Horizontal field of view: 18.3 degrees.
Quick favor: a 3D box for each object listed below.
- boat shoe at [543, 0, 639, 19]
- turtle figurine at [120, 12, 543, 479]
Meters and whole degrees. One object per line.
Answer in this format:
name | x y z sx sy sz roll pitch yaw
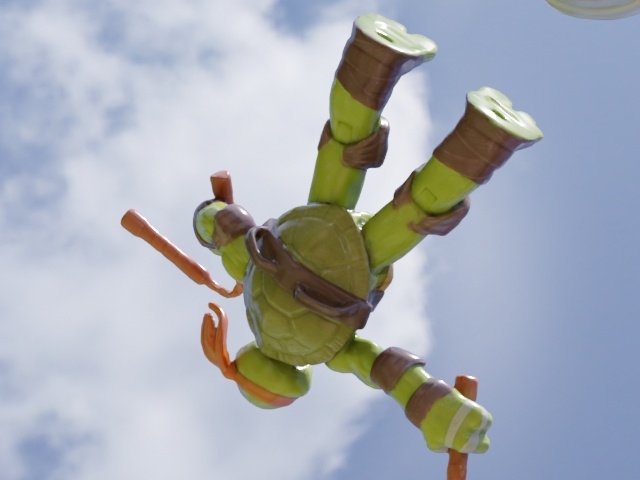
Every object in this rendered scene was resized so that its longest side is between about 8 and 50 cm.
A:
boat shoe | 0.108 -0.227 0.807 0.098 0.096 0.277 1 -80 13
turtle figurine | 0.000 0.000 0.986 0.269 0.087 0.217 43 -66 35
